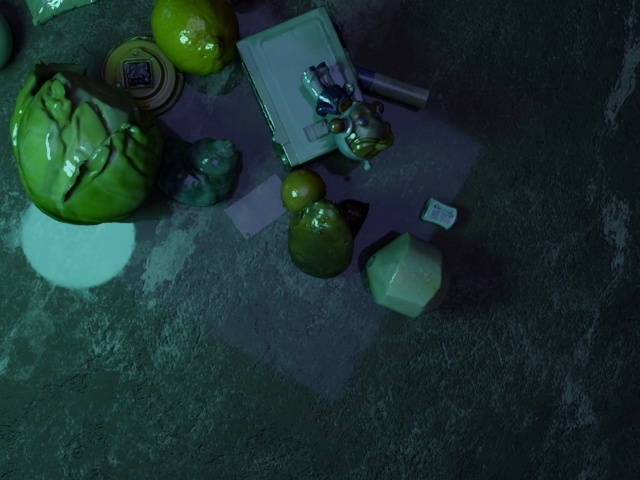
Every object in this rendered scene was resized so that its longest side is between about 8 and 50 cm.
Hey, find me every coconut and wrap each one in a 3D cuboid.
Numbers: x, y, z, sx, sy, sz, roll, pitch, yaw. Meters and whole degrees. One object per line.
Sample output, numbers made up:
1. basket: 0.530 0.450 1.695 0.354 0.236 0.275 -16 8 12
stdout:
1. coconut: 0.238 0.094 1.654 0.241 0.241 0.241 0 93 -3

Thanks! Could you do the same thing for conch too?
1. conch: -0.337 -0.200 1.634 0.277 0.195 0.220 -25 84 30

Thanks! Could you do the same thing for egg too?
1. egg: -0.914 -0.539 1.585 0.149 0.149 0.192 10 90 -4

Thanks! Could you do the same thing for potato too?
1. potato: 0.000 0.000 1.616 0.192 0.296 0.141 19 52 11

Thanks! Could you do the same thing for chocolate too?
1. chocolate: 0.083 -0.074 1.681 0.080 0.148 0.125 21 53 -3

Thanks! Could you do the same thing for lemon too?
1. lemon: -0.333 -0.568 1.573 0.236 0.236 0.263 2 52 -3

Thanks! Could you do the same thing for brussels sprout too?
1. brussels sprout: -0.605 -0.220 1.501 0.342 0.425 0.361 15 115 -44

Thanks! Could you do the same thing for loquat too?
1. loquat: -0.048 -0.135 1.661 0.141 0.141 0.141 0 93 -3

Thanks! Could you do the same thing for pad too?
1. pad: -0.174 -0.099 1.721 0.188 0.006 0.113 -36 94 -1

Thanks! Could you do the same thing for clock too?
1. clock: -0.506 -0.466 1.660 0.237 0.057 0.237 0 94 -3

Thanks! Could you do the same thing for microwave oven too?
1. microwave oven: -0.039 -0.400 1.609 0.286 0.218 0.354 -25 94 -4

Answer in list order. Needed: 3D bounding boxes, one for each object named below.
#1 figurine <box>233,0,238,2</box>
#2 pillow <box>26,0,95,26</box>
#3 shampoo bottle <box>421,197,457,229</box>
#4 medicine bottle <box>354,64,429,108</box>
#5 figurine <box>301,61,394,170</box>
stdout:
1. figurine: -0.148 -0.809 1.607 0.327 0.169 0.218 -30 99 -1
2. pillow: -0.720 -0.774 1.622 0.274 0.076 0.280 -22 93 0
3. shampoo bottle: 0.357 -0.077 1.734 0.099 0.043 0.072 22 92 -5
4. medicine bottle: 0.196 -0.444 1.699 0.231 0.059 0.059 18 92 -4
5. figurine: 0.055 -0.309 1.449 0.274 0.133 0.194 35 47 -8
